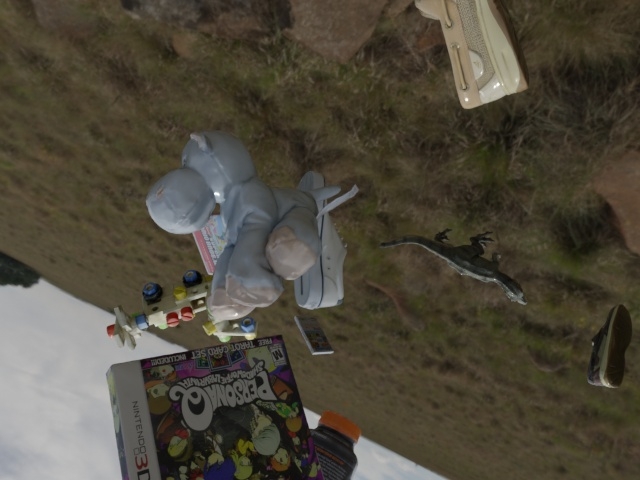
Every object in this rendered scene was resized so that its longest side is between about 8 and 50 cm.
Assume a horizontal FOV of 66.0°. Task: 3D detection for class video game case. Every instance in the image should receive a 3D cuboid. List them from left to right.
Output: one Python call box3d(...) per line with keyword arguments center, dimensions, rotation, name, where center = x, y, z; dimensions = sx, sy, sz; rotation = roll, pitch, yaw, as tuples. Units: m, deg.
box3d(center=(-0.125, 0.236, 0.606), dimensions=(0.232, 0.210, 0.042), rotation=(-3, 153, -34), name="video game case")
box3d(center=(-0.288, 0.015, 1.448), dimensions=(0.285, 0.025, 0.204), rotation=(2, 114, 49), name="video game case")
box3d(center=(-0.018, 0.265, 1.387), dimensions=(0.087, 0.011, 0.122), rotation=(12, -141, -49), name="video game case")

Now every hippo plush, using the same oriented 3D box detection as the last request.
box3d(center=(-0.118, -0.053, 0.726), dimensions=(0.236, 0.294, 0.234), rotation=(45, 176, -14), name="hippo plush")

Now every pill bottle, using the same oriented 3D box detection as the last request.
box3d(center=(-0.011, 0.456, 0.942), dimensions=(0.130, 0.246, 0.130), rotation=(25, 151, 15), name="pill bottle")

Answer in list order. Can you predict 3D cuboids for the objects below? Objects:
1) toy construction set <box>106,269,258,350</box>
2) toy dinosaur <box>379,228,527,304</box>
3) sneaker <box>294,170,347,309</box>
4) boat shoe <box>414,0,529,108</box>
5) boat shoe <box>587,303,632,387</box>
box3d(center=(-0.325, 0.171, 1.162), dimensions=(0.215, 0.327, 0.151), rotation=(-118, 28, -45), name="toy construction set")
box3d(center=(0.248, 0.022, 0.878), dimensions=(0.268, 0.118, 0.064), rotation=(22, 126, 10), name="toy dinosaur")
box3d(center=(0.000, 0.000, 0.924), dimensions=(0.091, 0.258, 0.094), rotation=(7, 168, -31), name="sneaker")
box3d(center=(0.179, -0.347, 0.674), dimensions=(0.110, 0.122, 0.341), rotation=(-16, 109, 33), name="boat shoe")
box3d(center=(0.475, 0.171, 0.816), dimensions=(0.056, 0.152, 0.049), rotation=(44, 149, -15), name="boat shoe")
